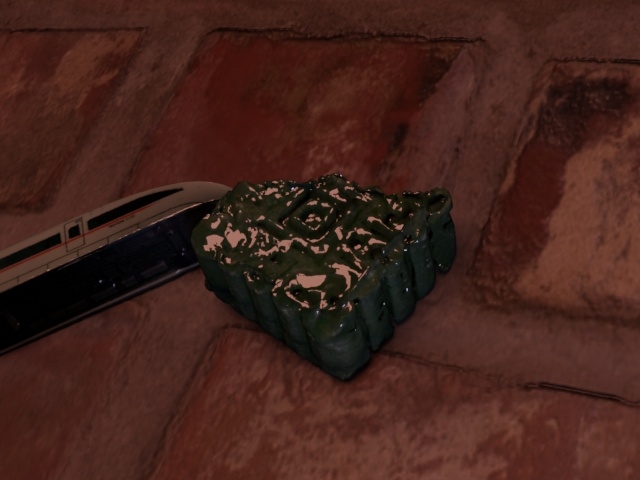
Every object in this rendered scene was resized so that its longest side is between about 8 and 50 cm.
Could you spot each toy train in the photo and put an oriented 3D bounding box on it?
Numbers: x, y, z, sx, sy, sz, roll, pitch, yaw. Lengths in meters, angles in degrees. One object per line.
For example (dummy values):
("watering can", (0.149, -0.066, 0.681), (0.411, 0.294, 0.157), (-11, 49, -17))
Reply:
("toy train", (-0.259, 0.025, 1.104), (0.407, 0.086, 0.088), (-23, 44, 4))

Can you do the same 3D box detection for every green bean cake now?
("green bean cake", (0.000, 0.000, 0.987), (0.208, 0.107, 0.193), (30, 70, 27))
